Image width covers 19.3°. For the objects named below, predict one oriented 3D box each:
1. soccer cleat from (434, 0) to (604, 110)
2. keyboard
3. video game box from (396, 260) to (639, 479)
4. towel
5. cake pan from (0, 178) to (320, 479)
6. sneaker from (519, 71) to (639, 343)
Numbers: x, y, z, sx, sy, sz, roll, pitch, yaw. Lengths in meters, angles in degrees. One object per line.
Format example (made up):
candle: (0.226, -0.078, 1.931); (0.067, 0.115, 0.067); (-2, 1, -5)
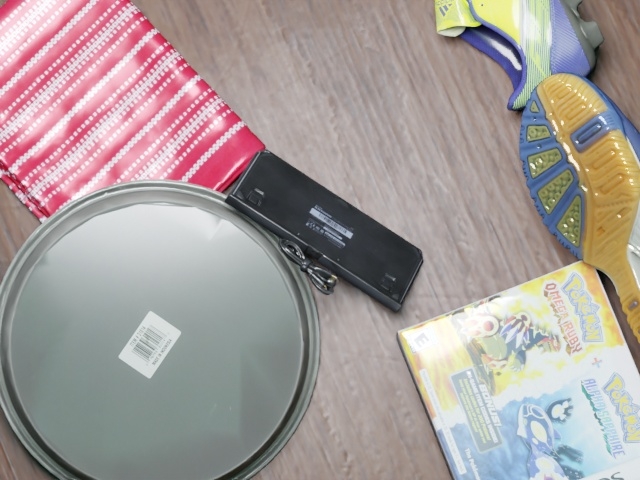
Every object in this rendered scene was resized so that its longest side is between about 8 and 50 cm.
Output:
soccer cleat: (0.137, -0.248, 1.681); (0.121, 0.093, 0.289); (-33, 83, 0)
keyboard: (0.000, 0.000, 1.656); (0.180, 0.023, 0.108); (32, 43, -3)
video game box: (0.189, 0.142, 1.655); (0.187, 0.048, 0.205); (-21, 83, -4)
towel: (-0.207, -0.111, 1.707); (0.199, 0.031, 0.275); (-43, 83, -4)
cake pan: (-0.144, 0.091, 1.645); (0.293, 0.054, 0.293); (0, 89, -5)
sneaker: (0.286, -0.021, 1.642); (0.131, 0.112, 0.296); (-27, 85, -47)
